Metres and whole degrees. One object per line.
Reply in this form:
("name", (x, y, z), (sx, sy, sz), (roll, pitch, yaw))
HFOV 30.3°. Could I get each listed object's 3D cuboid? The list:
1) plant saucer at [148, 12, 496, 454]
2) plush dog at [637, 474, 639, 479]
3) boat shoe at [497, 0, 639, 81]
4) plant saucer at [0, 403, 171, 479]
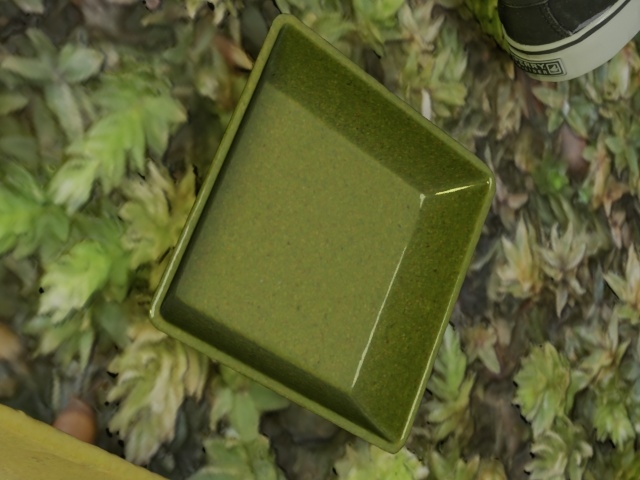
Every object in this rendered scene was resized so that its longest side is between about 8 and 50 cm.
("plant saucer", (0.000, 0.000, 0.676), (0.188, 0.045, 0.188), (33, 70, -32))
("plush dog", (0.340, 0.287, 0.814), (0.210, 0.225, 0.263), (22, 75, -35))
("boat shoe", (0.213, -0.246, 0.805), (0.306, 0.113, 0.105), (-46, 130, -19))
("plant saucer", (-0.226, 0.206, 0.461), (0.332, 0.081, 0.333), (35, 70, -36))
